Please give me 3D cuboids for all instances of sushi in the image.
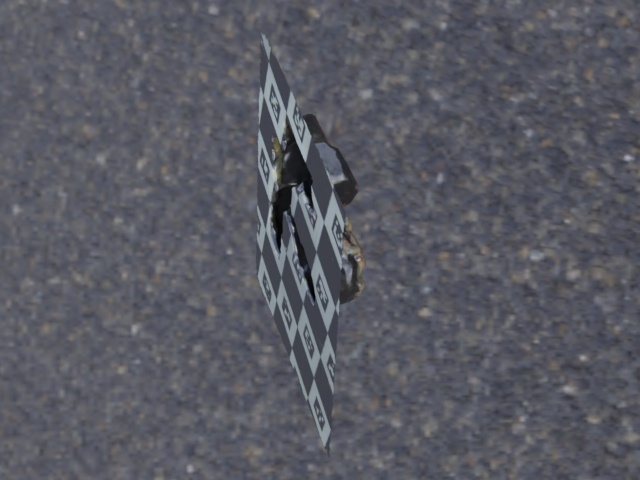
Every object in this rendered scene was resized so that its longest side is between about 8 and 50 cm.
[{"bbox_3d":[0.000,0.000,0.952,0.279,0.043,0.192,92,160,-48],"label":"sushi"}]
